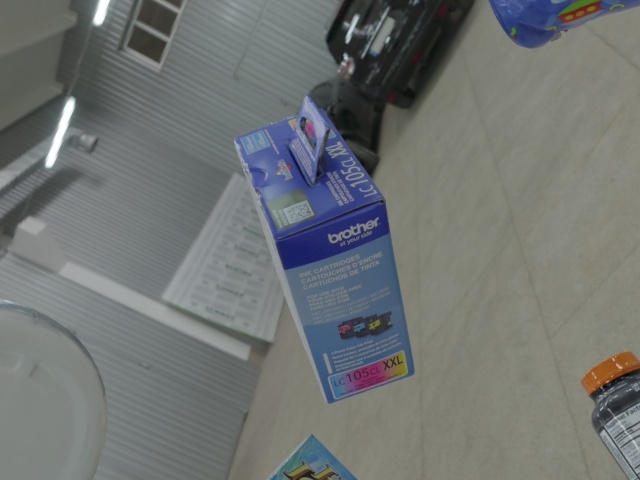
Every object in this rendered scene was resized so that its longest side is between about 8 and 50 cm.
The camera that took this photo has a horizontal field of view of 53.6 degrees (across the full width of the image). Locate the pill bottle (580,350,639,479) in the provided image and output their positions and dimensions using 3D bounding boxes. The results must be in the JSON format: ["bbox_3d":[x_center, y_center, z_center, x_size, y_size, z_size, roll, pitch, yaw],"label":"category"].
[{"bbox_3d":[0.461,0.273,0.858,0.130,0.130,0.246,-57,44,36],"label":"pill bottle"}]

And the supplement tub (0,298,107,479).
[{"bbox_3d":[-0.355,0.143,0.560,0.338,0.207,0.207,1,59,46],"label":"supplement tub"}]

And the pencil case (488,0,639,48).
[{"bbox_3d":[0.309,-0.278,0.597,0.306,0.133,0.119,-13,51,35],"label":"pencil case"}]

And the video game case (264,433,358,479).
[{"bbox_3d":[0.016,0.352,0.598,0.061,0.269,0.244,-55,-13,28],"label":"video game case"}]

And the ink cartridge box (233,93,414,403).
[{"bbox_3d":[0.000,0.000,0.902,0.270,0.151,0.395,-117,8,-50],"label":"ink cartridge box"}]
